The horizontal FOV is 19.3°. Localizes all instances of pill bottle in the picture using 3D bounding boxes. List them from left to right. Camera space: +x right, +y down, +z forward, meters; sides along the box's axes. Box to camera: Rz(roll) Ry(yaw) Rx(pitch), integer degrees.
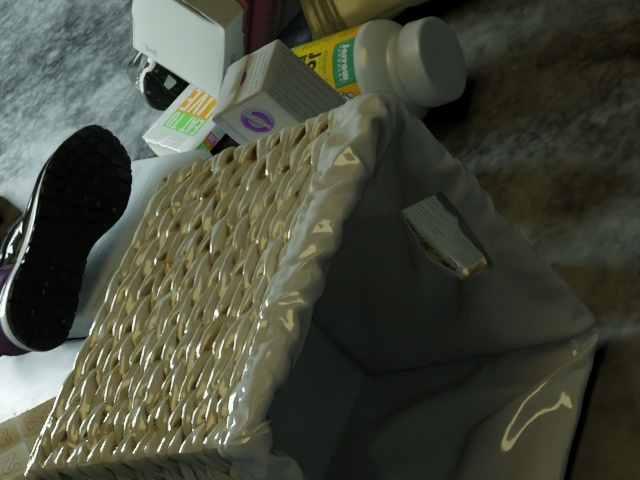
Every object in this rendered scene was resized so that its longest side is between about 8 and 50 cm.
[{"bbox_3d":[0.039,-0.156,1.906,0.208,0.117,0.118,-15,44,35],"label":"pill bottle"}]

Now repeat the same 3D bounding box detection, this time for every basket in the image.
[{"bbox_3d":[0.004,0.119,1.465,0.266,0.328,0.331,-11,46,41],"label":"basket"}]

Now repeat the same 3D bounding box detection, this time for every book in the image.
[{"bbox_3d":[-0.124,-0.151,2.147,0.096,0.035,0.144,18,64,50],"label":"book"}]

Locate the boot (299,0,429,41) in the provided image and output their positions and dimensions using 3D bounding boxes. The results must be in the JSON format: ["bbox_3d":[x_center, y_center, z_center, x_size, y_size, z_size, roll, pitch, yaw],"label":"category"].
[{"bbox_3d":[0.066,-0.326,2.087,0.203,0.095,0.262,-30,41,21],"label":"boot"}]

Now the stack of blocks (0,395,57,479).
[{"bbox_3d":[-0.215,0.232,1.697,0.297,0.171,0.087,-27,34,-9],"label":"stack of blocks"}]

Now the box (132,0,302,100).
[{"bbox_3d":[-0.092,-0.299,2.104,0.127,0.149,0.232,33,63,12],"label":"box"}]

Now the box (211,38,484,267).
[{"bbox_3d":[0.046,-0.040,1.592,0.063,0.324,0.067,-25,38,38],"label":"box"}]

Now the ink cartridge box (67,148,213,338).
[{"bbox_3d":[-0.232,0.007,2.068,0.224,0.045,0.223,-5,50,43],"label":"ink cartridge box"}]

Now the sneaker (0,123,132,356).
[{"bbox_3d":[-0.306,-0.003,2.026,0.124,0.107,0.283,-15,44,45],"label":"sneaker"}]

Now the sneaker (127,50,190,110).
[{"bbox_3d":[-0.152,-0.263,2.248,0.234,0.078,0.106,-51,37,-7],"label":"sneaker"}]
